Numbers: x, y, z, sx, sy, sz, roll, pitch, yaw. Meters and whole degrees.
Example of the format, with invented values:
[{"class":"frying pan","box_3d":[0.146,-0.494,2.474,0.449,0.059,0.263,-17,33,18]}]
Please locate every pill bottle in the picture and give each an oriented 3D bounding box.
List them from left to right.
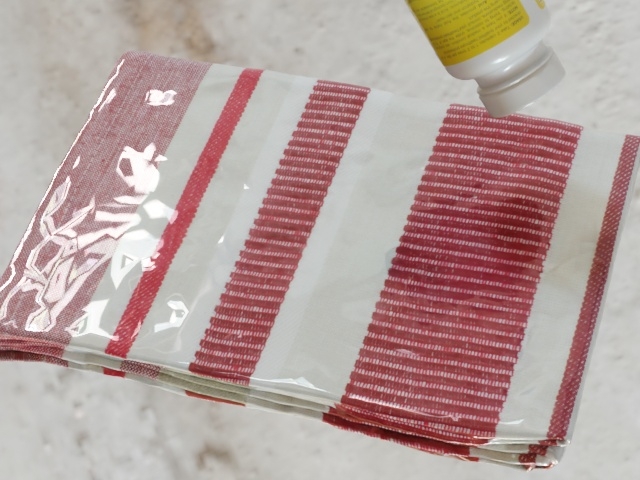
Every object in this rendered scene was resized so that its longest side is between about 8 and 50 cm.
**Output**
[{"class":"pill bottle","box_3d":[0.083,-0.126,0.867,0.065,0.065,0.116,-11,115,57]}]

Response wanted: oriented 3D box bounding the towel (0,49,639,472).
[{"class":"towel","box_3d":[0.000,0.000,0.919,0.329,0.237,0.037,11,141,14]}]
